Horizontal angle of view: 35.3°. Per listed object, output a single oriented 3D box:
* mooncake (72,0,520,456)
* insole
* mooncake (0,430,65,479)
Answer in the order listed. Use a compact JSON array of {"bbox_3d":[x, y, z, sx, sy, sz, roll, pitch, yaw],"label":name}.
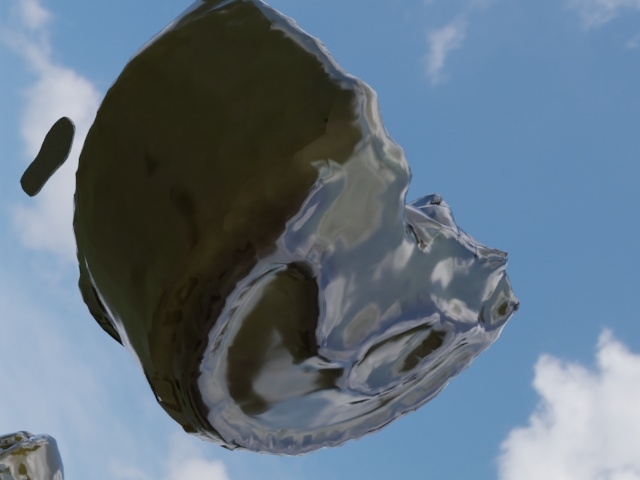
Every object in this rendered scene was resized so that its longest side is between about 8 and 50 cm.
[{"bbox_3d":[0.000,0.000,0.887,0.246,0.394,0.393,46,-48,38],"label":"mooncake"},{"bbox_3d":[-0.506,-0.154,1.874,0.063,0.010,0.192,47,-60,8],"label":"insole"},{"bbox_3d":[-0.486,0.350,1.479,0.235,0.234,0.117,-21,-94,53],"label":"mooncake"}]
